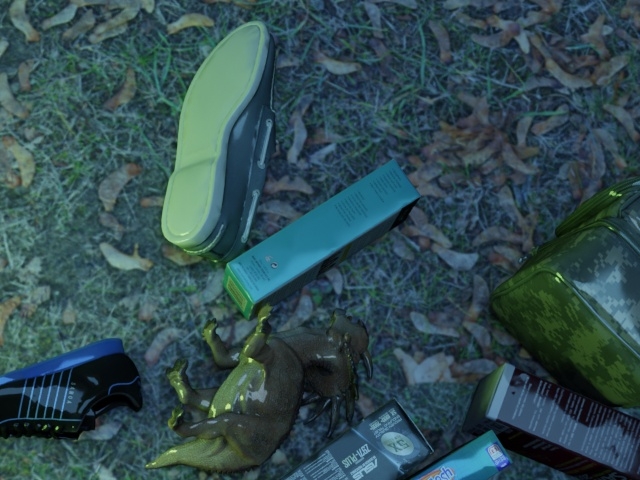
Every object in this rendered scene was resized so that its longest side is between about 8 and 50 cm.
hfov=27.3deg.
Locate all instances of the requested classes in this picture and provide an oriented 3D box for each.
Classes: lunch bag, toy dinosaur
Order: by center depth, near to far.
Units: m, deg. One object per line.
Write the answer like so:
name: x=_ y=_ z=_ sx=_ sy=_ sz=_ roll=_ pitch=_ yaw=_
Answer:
toy dinosaur: x=-0.062 y=0.190 z=1.529 sx=0.200 sy=0.127 sz=0.296 roll=41 pitch=86 yaw=-24
lunch bag: x=0.370 y=0.040 z=1.533 sx=0.256 sy=0.305 sz=0.212 roll=-41 pitch=86 yaw=-12

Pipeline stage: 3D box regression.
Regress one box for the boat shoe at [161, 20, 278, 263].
boat shoe: x=-0.108 y=-0.121 z=1.633 sx=0.099 sy=0.116 sz=0.319 roll=36 pitch=58 yaw=-42

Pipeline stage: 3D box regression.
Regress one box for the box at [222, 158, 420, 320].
box: x=0.000 y=0.000 z=1.593 sx=0.244 sy=0.100 sz=0.060 roll=-33 pitch=81 yaw=-15

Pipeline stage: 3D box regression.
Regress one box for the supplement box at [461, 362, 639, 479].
supplement box: x=0.300 y=0.231 z=1.555 sx=0.239 sy=0.130 sz=0.073 roll=22 pitch=73 yaw=0

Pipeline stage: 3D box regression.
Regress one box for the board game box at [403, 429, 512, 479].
board game box: x=0.102 y=0.295 z=1.495 sx=0.210 sy=0.160 sz=0.047 roll=-29 pitch=80 yaw=-15

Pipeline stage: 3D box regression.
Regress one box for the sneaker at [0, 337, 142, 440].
sneaker: x=-0.317 y=0.192 z=1.507 sx=0.232 sy=0.081 sz=0.090 roll=-22 pitch=71 yaw=-14

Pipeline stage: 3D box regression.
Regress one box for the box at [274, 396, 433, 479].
box: x=0.024 y=0.267 z=1.498 sx=0.180 sy=0.147 sz=0.077 roll=-33 pitch=81 yaw=-15
